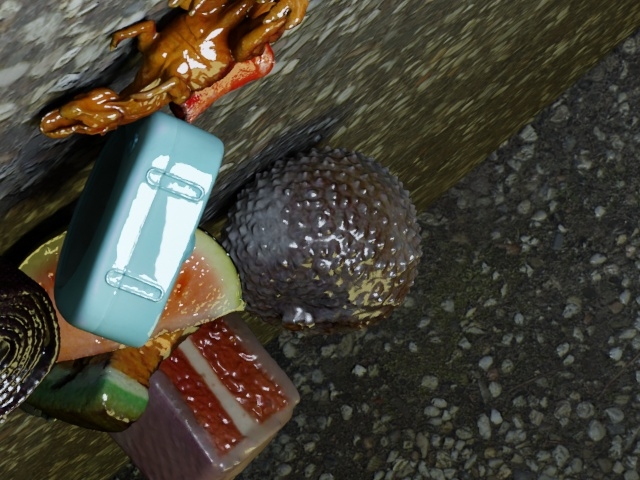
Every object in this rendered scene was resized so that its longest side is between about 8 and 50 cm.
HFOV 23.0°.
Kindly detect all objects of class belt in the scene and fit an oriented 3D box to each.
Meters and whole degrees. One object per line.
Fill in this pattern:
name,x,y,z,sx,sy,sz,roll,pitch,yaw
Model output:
belt,-0.409,0.112,1.545,0.289,0.164,0.184,-30,141,-37

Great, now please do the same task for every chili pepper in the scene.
chili pepper,-0.103,-0.175,1.574,0.123,0.073,0.070,-32,-174,-15

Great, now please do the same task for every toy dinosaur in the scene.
toy dinosaur,-0.066,-0.215,1.449,0.432,0.097,0.208,-33,-179,-14

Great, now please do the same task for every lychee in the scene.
lychee,-0.004,0.000,2.242,0.300,0.300,0.300,-37,171,-7

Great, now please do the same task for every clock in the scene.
clock,-0.191,-0.020,1.594,0.224,0.094,0.274,-67,-165,1

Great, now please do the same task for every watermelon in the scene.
watermelon,-0.255,0.034,1.840,0.303,0.159,0.128,-15,-162,-13

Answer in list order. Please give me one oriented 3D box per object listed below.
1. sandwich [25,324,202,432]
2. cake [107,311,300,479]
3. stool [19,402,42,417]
sandwich,-0.264,0.083,1.942,0.301,0.162,0.250,-49,-141,-16
cake,-0.215,0.252,2.546,0.237,0.309,0.230,-35,174,-35
stool,-0.390,0.193,2.230,0.096,0.096,0.110,-34,164,-26
